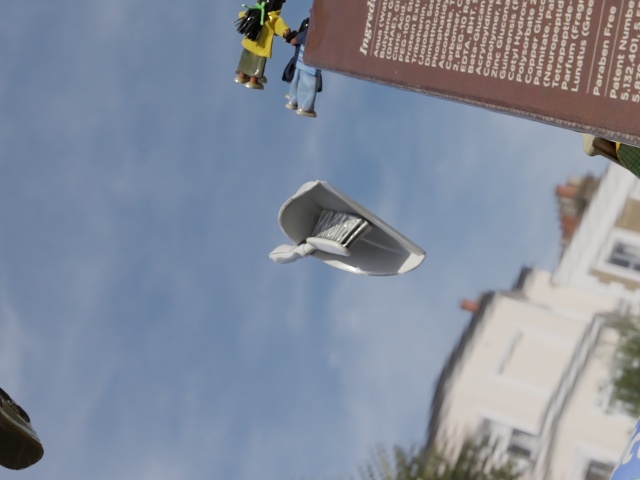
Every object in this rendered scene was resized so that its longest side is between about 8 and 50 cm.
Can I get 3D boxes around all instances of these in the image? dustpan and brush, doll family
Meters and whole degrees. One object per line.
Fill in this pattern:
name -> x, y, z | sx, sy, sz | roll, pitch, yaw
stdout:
dustpan and brush -> 0.000, 0.000, 1.438 | 0.147, 0.211, 0.060 | 34, -102, -20
doll family -> -0.035, -0.204, 1.417 | 0.076, 0.193, 0.111 | -2, -65, -49

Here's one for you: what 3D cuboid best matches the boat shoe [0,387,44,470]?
boat shoe -> -0.449, 0.223, 1.799 | 0.080, 0.073, 0.223 | -36, -47, 2

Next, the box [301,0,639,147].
box -> 0.160, -0.115, 0.640 | 0.191, 0.381, 0.143 | 5, -82, -27

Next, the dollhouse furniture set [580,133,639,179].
dollhouse furniture set -> 0.367, -0.216, 1.666 | 0.197, 0.301, 0.151 | 22, -59, -38

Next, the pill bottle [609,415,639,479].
pill bottle -> 0.223, 0.107, 0.637 | 0.272, 0.152, 0.152 | -57, -32, -27
